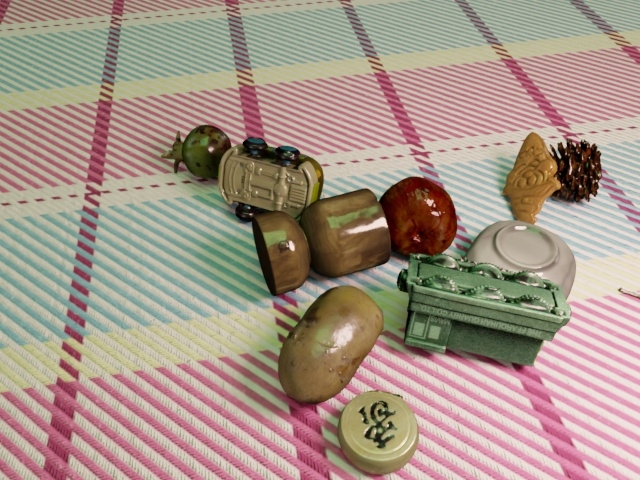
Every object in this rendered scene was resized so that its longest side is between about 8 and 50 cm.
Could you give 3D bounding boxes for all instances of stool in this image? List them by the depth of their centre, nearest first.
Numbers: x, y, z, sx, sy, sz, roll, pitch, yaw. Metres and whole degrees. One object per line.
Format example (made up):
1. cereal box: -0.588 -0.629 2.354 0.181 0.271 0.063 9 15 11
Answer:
1. stool: 0.000 0.000 1.253 0.263 0.179 0.179 -15 48 -14

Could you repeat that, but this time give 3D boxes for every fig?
1. fig: 0.201 -0.059 1.359 0.190 0.191 0.290 -14 12 -12

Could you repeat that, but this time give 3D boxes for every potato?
1. potato: 0.021 0.190 1.085 0.164 0.165 0.262 19 43 18

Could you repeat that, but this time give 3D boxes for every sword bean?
1. sword bean: 0.689 0.121 1.246 0.083 0.012 0.012 25 51 23

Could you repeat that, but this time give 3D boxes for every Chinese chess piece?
1. Chinese chess piece: 0.102 0.335 1.014 0.143 0.059 0.144 0 45 0

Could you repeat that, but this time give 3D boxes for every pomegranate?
1. pomegranate: -0.311 -0.231 1.519 0.169 0.149 0.148 2 40 39

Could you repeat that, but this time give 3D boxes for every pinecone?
1. pinecone: 0.614 -0.177 1.442 0.165 0.163 0.163 8 45 27

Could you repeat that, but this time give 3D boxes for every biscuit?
1. biscuit: 0.516 -0.156 1.417 0.035 0.162 0.251 22 67 -31

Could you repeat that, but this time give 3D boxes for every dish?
1. dish: 0.431 0.049 1.245 0.255 0.117 0.256 0 47 0

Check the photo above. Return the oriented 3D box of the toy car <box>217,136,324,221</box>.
1. toy car: -0.107 -0.157 1.426 0.247 0.204 0.198 16 25 13

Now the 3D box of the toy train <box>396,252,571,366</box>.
1. toy train: 0.305 0.137 1.123 0.329 0.178 0.139 13 28 6
